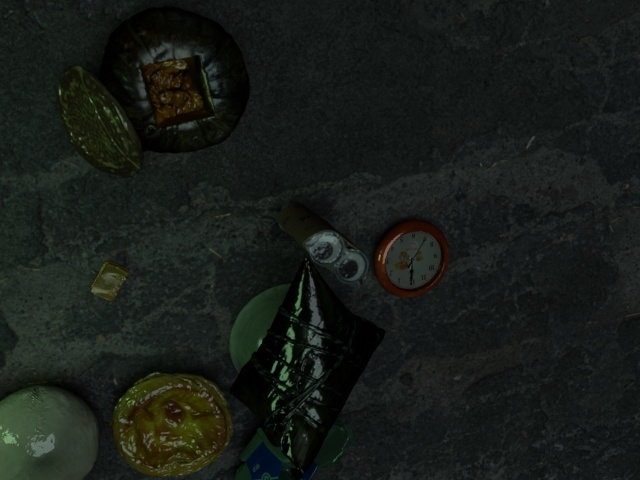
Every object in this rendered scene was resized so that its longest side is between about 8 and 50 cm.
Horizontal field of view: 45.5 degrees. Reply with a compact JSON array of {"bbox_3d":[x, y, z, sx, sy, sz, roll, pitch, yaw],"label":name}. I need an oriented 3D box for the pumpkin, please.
[{"bbox_3d":[-0.303,-0.330,1.592,0.321,0.192,0.320,-6,112,-14],"label":"pumpkin"}]

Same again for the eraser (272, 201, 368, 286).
[{"bbox_3d":[0.000,0.000,1.724,0.171,0.290,0.087,39,92,-22],"label":"eraser"}]

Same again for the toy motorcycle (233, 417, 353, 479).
[{"bbox_3d":[-0.079,0.555,1.905,0.326,0.200,0.191,-52,140,10],"label":"toy motorcycle"}]

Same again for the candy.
[{"bbox_3d":[-0.643,0.469,1.742,0.296,0.185,0.295,-7,109,-20],"label":"candy"}]

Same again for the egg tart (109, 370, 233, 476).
[{"bbox_3d":[-0.356,0.434,1.850,0.295,0.116,0.294,-4,108,-12],"label":"egg tart"}]

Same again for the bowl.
[{"bbox_3d":[-0.058,0.270,1.868,0.314,0.146,0.313,-4,106,-15],"label":"bowl"}]

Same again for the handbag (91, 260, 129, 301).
[{"bbox_3d":[-0.485,0.093,1.758,0.061,0.027,0.083,27,100,-22],"label":"handbag"}]

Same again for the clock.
[{"bbox_3d":[0.231,0.047,1.933,0.205,0.051,0.205,-5,107,-16],"label":"clock"}]

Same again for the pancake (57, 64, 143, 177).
[{"bbox_3d":[-0.460,-0.236,1.569,0.031,0.250,0.250,-41,117,-37],"label":"pancake"}]

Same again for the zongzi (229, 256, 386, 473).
[{"bbox_3d":[-0.038,0.226,1.637,0.383,0.319,0.362,-44,132,-17],"label":"zongzi"}]
